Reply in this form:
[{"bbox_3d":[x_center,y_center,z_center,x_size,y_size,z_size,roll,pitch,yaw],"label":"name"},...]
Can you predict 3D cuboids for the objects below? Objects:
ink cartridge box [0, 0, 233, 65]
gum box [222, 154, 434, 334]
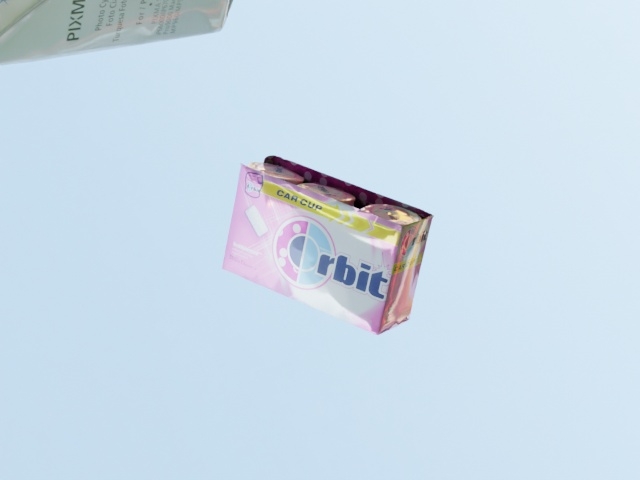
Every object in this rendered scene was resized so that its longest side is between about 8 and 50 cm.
[{"bbox_3d":[-0.305,-0.261,1.266,0.385,0.091,0.308,-14,-135,-38],"label":"ink cartridge box"},{"bbox_3d":[0.000,0.000,1.425,0.062,0.188,0.107,-20,-53,-56],"label":"gum box"}]
